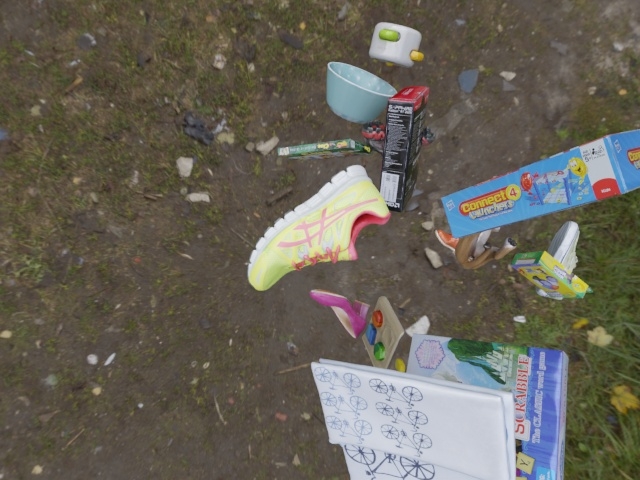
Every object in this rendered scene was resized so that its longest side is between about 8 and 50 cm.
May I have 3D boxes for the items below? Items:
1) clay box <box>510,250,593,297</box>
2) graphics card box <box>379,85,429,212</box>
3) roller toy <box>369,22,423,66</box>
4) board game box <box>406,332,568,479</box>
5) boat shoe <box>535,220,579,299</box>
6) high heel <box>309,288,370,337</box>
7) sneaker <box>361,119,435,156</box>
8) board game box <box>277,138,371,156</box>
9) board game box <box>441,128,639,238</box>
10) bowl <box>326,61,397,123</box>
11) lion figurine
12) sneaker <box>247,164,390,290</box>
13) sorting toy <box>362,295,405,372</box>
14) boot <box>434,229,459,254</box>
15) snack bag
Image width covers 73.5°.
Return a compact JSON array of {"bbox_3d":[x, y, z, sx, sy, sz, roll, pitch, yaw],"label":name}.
[{"bbox_3d":[0.737,0.120,1.366,0.222,0.127,0.053,37,76,-9],"label":"clay box"},{"bbox_3d":[0.279,-0.307,1.438,0.094,0.233,0.371,11,122,19],"label":"graphics card box"},{"bbox_3d":[0.301,-0.781,1.735,0.209,0.191,0.146,6,112,-21],"label":"roller toy"},{"bbox_3d":[0.317,0.367,0.876,0.066,0.318,0.319,37,59,-44],"label":"board game box"},{"bbox_3d":[0.914,0.078,1.622,0.094,0.109,0.302,22,94,7],"label":"boat shoe"},{"bbox_3d":[0.050,0.226,1.320,0.244,0.082,0.117,24,84,-42],"label":"high heel"},{"bbox_3d":[0.293,-0.379,1.637,0.276,0.135,0.098,4,41,6],"label":"sneaker"},{"bbox_3d":[0.011,-0.277,1.327,0.259,0.136,0.030,1,90,33],"label":"board game box"},{"bbox_3d":[0.443,-0.105,0.789,0.308,0.302,0.086,-15,87,-35],"label":"board game box"},{"bbox_3d":[0.150,-0.606,1.805,0.311,0.312,0.163,21,123,-4],"label":"bowl"},{"bbox_3d":[0.450,-0.024,1.223,0.142,0.240,0.392,39,46,7],"label":"lion figurine"},{"bbox_3d":[0.000,0.000,0.536,0.208,0.081,0.094,-41,76,-1],"label":"sneaker"},{"bbox_3d":[0.238,0.388,1.602,0.041,0.307,0.229,7,122,-20],"label":"sorting toy"},{"bbox_3d":[0.512,-0.007,1.644,0.158,0.059,0.084,32,122,-19],"label":"boot"},{"bbox_3d":[0.156,0.361,0.720,0.323,0.037,0.343,1,115,31],"label":"snack bag"}]
